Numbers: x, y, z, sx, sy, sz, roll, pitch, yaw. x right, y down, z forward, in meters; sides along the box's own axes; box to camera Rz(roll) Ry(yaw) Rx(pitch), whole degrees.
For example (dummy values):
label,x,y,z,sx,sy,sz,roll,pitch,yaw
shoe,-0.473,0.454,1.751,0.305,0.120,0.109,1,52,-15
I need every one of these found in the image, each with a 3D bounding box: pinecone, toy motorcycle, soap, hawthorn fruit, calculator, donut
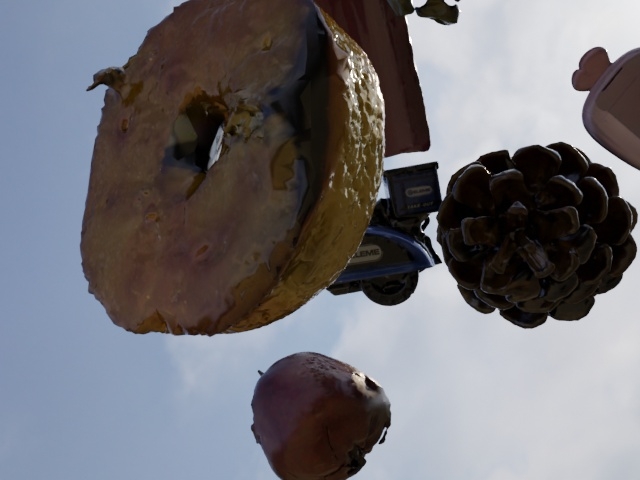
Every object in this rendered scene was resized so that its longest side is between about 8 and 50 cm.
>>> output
label,x,y,z,sx,sy,sz,roll,pitch,yaw
pinecone,0.251,-0.014,1.035,0.244,0.244,0.309,-45,-24,13
toy motorcycle,0.000,0.000,1.210,0.358,0.213,0.125,-9,0,-1
soap,0.015,-0.286,1.001,0.128,0.233,0.360,-17,-66,-4
hawthorn fruit,-0.013,0.190,0.942,0.148,0.172,0.148,-37,-32,-28
calculator,0.296,-0.116,0.757,0.103,0.166,0.024,-51,-21,5
donut,-0.066,-0.053,0.574,0.253,0.253,0.118,-46,-43,15

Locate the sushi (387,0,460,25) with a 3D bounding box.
label,x,y,z,sx,sy,sz,roll,pitch,yaw
sushi,0.124,-0.319,0.788,0.296,0.179,0.167,12,-29,-23
